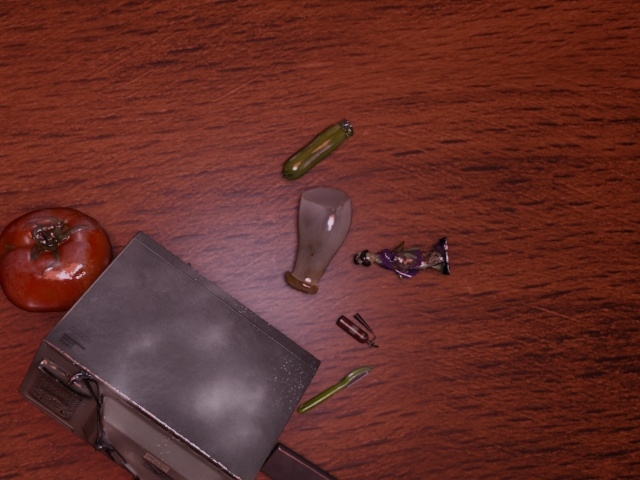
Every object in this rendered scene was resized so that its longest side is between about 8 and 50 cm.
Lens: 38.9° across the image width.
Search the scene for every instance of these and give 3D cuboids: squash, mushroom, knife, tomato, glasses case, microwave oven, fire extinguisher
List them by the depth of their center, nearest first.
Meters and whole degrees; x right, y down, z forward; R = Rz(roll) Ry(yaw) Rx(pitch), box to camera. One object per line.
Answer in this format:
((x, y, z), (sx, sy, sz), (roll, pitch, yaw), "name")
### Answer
((-0.280, 0.261, 1.690), (0.432, 0.236, 0.374), (37, 47, -3), "microwave oven")
((-0.533, 0.026, 1.783), (0.236, 0.095, 0.237), (0, 60, 1), "tomato")
((-0.029, 0.495, 1.873), (0.190, 0.042, 0.072), (34, 89, -4), "glasses case")
((0.000, 0.000, 1.895), (0.116, 0.093, 0.225), (10, 94, 15), "mushroom")
((0.031, 0.310, 1.905), (0.184, 0.022, 0.026), (-31, 116, -9), "knife")
((-0.008, -0.192, 1.921), (0.183, 0.052, 0.052), (-40, 92, -8), "squash")
((0.084, 0.188, 1.921), (0.100, 0.032, 0.046), (37, 48, -3), "fire extinguisher")

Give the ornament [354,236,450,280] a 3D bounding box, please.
((0.173, 0.041, 1.912), (0.203, 0.081, 0.088), (-2, 86, -7), "ornament")
